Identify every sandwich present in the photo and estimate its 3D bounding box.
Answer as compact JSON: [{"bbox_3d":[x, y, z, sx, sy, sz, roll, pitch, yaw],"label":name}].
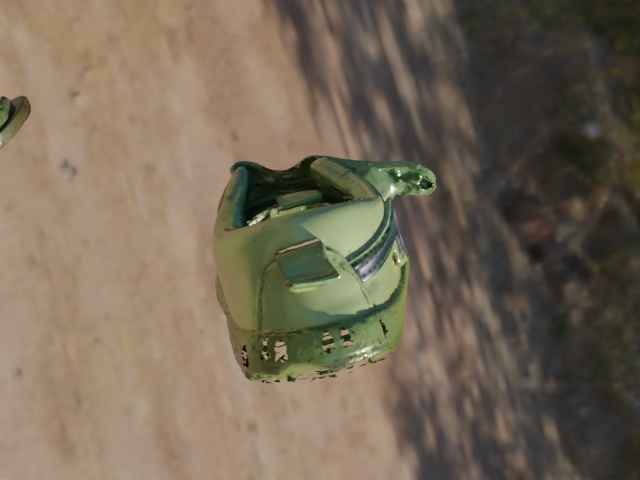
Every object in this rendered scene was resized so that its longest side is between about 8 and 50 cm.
[{"bbox_3d":[-0.287,-0.077,1.361,0.029,0.135,0.067,66,-4,-37],"label":"sandwich"}]

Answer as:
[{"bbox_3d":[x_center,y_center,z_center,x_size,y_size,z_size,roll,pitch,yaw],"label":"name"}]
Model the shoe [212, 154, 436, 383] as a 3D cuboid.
[{"bbox_3d":[0.001,0.007,1.127,0.262,0.140,0.128,-92,-175,-71],"label":"shoe"}]
